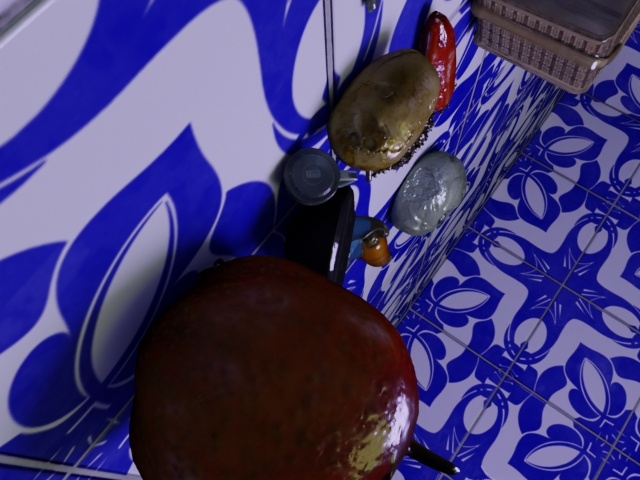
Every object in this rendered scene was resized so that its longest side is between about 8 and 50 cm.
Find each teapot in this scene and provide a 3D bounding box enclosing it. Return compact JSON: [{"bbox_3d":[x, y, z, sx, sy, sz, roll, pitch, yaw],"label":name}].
[{"bbox_3d":[-0.003,-0.072,0.740,0.057,0.087,0.066,151,-65,-78],"label":"teapot"}]

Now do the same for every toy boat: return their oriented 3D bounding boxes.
[{"bbox_3d":[0.048,0.036,1.098,0.186,0.077,0.075,-60,163,14],"label":"toy boat"}]

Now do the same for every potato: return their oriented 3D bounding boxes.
[{"bbox_3d":[0.078,-0.156,0.754,0.170,0.107,0.080,-47,-163,-20],"label":"potato"}]

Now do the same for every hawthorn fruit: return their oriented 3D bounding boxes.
[{"bbox_3d":[-0.021,0.181,0.690,0.285,0.368,0.285,22,90,-90],"label":"hawthorn fruit"}]

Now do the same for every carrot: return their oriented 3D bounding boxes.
[{"bbox_3d":[0.106,0.016,1.255,0.067,0.067,0.225,-56,166,-2],"label":"carrot"}]

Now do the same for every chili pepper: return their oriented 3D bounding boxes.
[{"bbox_3d":[0.160,-0.259,0.887,0.169,0.064,0.088,75,35,-63],"label":"chili pepper"}]

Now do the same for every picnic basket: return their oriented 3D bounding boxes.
[{"bbox_3d":[0.404,-0.413,0.991,0.313,0.228,0.175,-55,162,-7],"label":"picnic basket"}]

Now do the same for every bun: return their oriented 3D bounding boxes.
[{"bbox_3d":[0.243,-0.094,1.362,0.221,0.108,0.221,-51,163,-21],"label":"bun"}]

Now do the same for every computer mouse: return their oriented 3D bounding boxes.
[{"bbox_3d":[0.000,0.000,0.867,0.264,0.088,0.147,58,45,-77],"label":"computer mouse"}]

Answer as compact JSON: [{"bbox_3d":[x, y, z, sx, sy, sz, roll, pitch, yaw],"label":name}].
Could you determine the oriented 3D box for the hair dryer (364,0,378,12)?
[{"bbox_3d":[0.063,-0.284,0.577,0.100,0.057,0.198,-50,172,-20],"label":"hair dryer"}]

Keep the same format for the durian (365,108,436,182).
[{"bbox_3d":[0.106,-0.150,0.874,0.148,0.091,0.188,-38,157,-49],"label":"durian"}]
